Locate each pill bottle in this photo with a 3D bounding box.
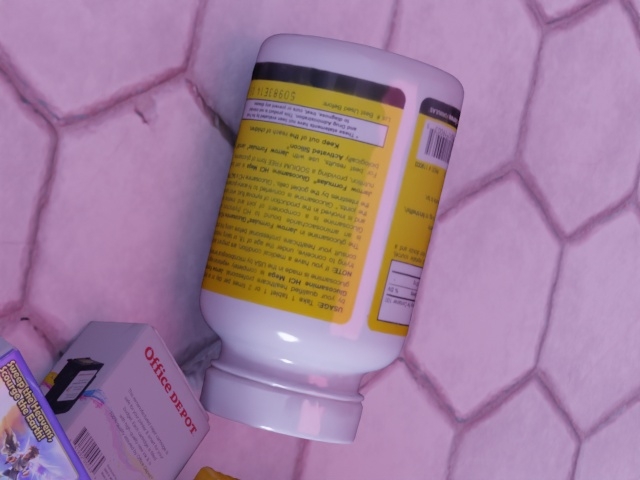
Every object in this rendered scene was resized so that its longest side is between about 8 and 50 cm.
[{"bbox_3d":[0.000,0.000,1.487,0.188,0.188,0.334,15,89,-48],"label":"pill bottle"}]

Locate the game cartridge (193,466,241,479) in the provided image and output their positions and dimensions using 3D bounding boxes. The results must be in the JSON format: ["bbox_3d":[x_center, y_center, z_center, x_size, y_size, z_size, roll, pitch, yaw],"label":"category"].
[{"bbox_3d":[-0.055,0.366,1.491,0.324,0.053,0.285,26,97,-37],"label":"game cartridge"}]

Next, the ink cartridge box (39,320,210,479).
[{"bbox_3d":[-0.183,0.170,1.393,0.175,0.072,0.127,-55,131,-38],"label":"ink cartridge box"}]

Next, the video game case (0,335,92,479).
[{"bbox_3d":[-0.275,0.237,1.228,0.244,0.061,0.269,-35,123,-20],"label":"video game case"}]
